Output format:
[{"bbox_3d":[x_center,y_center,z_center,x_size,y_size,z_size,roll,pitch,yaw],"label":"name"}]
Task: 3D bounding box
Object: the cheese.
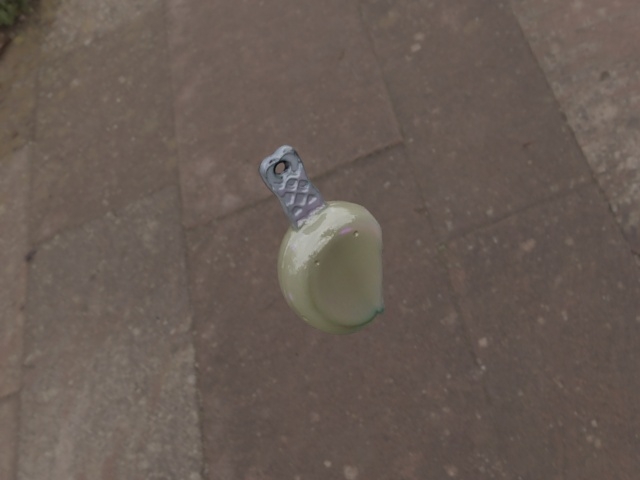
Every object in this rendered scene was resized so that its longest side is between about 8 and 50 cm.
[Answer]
[{"bbox_3d":[0.006,-0.002,0.731,0.092,0.171,0.047,-22,28,-25],"label":"cheese"}]
